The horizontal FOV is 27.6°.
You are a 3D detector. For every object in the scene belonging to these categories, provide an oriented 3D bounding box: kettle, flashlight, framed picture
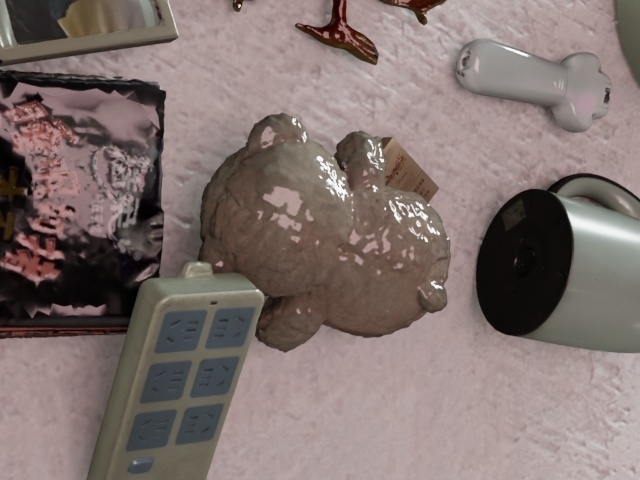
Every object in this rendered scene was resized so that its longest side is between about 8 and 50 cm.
[{"bbox_3d":[0.312,0.020,1.465,0.236,0.161,0.221,13,55,-28],"label":"kettle"},{"bbox_3d":[0.239,-0.180,1.469,0.200,0.047,0.093,10,87,-25],"label":"flashlight"},{"bbox_3d":[-0.243,-0.293,1.161,0.192,0.018,0.265,-18,91,-39],"label":"framed picture"}]

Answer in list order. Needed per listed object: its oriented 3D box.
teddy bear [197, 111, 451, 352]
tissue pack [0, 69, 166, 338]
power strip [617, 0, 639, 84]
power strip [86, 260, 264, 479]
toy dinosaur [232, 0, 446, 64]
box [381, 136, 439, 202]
[{"bbox_3d":[0.001,0.001,1.289,0.267,0.151,0.236,21,90,-24],"label":"teddy bear"},{"bbox_3d":[-0.303,-0.032,1.149,0.332,0.123,0.245,0,98,-25],"label":"tissue pack"},{"bbox_3d":[0.529,-0.278,1.554,0.357,0.161,0.358,-2,94,-28],"label":"power strip"},{"bbox_3d":[-0.139,0.144,1.207,0.118,0.046,0.270,-4,123,-41],"label":"power strip"},{"bbox_3d":[0.021,-0.297,1.313,0.327,0.113,0.207,26,80,-24],"label":"toy dinosaur"},{"bbox_3d":[0.083,-0.065,1.402,0.083,0.024,0.053,46,71,-20],"label":"box"}]
